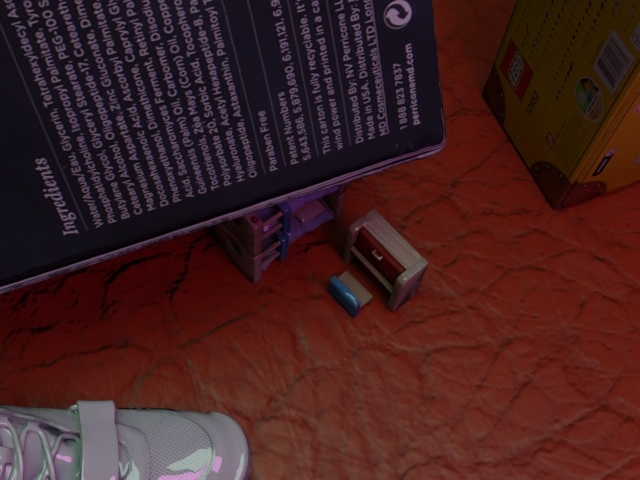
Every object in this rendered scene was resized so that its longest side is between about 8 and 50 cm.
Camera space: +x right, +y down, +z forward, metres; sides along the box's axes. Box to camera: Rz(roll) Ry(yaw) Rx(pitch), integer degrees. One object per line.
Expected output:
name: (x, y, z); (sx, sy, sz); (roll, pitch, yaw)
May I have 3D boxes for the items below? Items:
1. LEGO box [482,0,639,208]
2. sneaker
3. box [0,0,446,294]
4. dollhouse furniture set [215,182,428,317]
LEGO box: (0.416, -0.279, 0.864); (0.373, 0.500, 0.193); (-19, 66, -14)
sneaker: (-0.238, 0.192, 0.727); (0.366, 0.210, 0.137); (-6, 63, -8)
box: (-0.203, -0.237, 0.804); (0.472, 0.297, 0.480); (-20, 39, -8)
dollhouse furniture set: (0.000, 0.000, 0.893); (0.129, 0.129, 0.183); (-37, 70, -21)
